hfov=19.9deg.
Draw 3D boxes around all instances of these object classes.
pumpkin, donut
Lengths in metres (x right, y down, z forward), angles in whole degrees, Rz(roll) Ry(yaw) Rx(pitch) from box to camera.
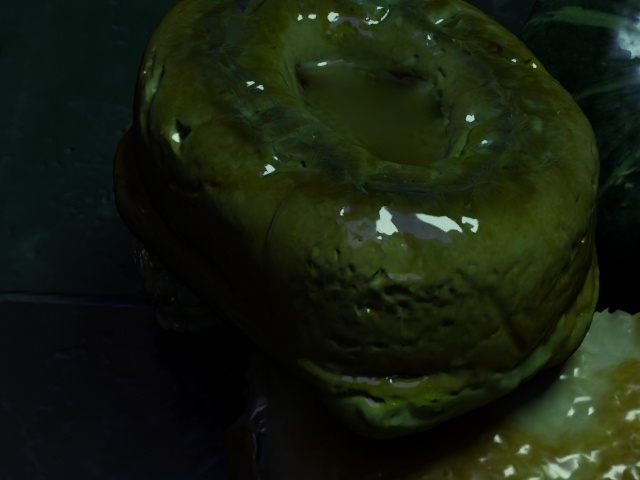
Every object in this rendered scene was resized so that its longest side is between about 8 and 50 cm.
[{"bbox_3d":[0.207,-0.073,1.005,0.211,0.152,0.212,3,73,-10],"label":"pumpkin"},{"bbox_3d":[0.024,-0.035,0.904,0.208,0.128,0.261,-32,56,-31],"label":"donut"}]

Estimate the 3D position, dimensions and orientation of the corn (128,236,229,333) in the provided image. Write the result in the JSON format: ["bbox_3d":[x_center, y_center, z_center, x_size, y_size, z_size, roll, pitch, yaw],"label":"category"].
[{"bbox_3d":[0.000,0.000,1.007,0.210,0.087,0.087,-8,60,-2],"label":"corn"}]

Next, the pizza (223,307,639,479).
[{"bbox_3d":[0.192,0.155,0.887,0.406,0.130,0.440,-29,53,-14],"label":"pizza"}]
